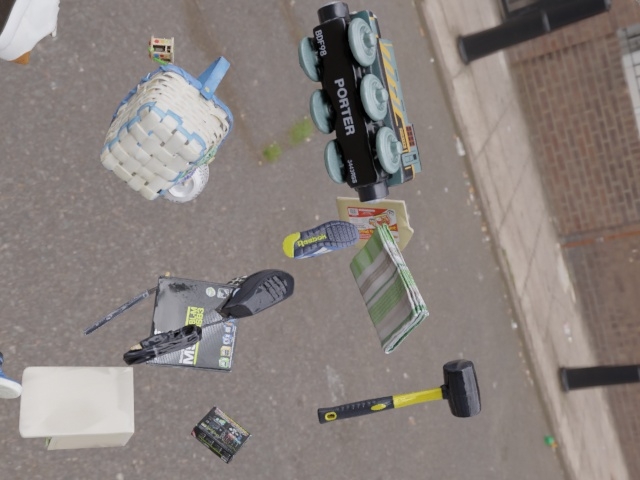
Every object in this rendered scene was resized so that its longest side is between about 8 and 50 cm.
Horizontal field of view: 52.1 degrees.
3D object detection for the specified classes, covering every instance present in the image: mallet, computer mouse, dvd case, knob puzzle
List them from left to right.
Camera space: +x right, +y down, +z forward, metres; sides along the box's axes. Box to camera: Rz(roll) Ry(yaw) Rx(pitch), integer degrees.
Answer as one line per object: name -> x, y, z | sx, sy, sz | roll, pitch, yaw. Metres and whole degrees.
dvd case -> -0.438, 0.148, 1.505 | 0.018, 0.164, 0.221 | 57, 1, -3
computer mouse -> -0.119, 0.078, 0.743 | 0.242, 0.071, 0.041 | -24, 100, -48
knob puzzle -> 0.139, -0.032, 1.626 | 0.213, 0.213, 0.030 | 59, 37, -31
mallet -> 0.090, 0.175, 0.751 | 0.039, 0.189, 0.063 | -107, -166, -82

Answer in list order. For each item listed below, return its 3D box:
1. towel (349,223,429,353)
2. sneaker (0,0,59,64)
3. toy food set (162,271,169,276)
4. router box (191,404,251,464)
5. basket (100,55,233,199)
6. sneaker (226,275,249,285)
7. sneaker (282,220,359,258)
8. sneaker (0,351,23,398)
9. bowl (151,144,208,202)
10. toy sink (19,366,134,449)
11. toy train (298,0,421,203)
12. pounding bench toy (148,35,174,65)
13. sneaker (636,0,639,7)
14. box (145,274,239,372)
towel -> 0.088, 0.068, 0.923 | 0.023, 0.113, 0.152 | -2, 54, -32
sneaker -> -0.549, -0.478, 1.266 | 0.290, 0.105, 0.123 | -62, 159, -3
toy food set -> -0.428, 0.131, 1.818 | 0.083, 0.020, 0.083 | 99, -9, -69
router box -> -0.245, 0.479, 1.617 | 0.122, 0.038, 0.092 | 37, 29, 8
basket -> -0.301, -0.232, 1.314 | 0.201, 0.254, 0.289 | 38, 37, -26
sneaker -> -0.255, 0.172, 1.930 | 0.170, 0.068, 0.071 | -58, 134, -39
sneaker -> 0.000, 0.000, 1.201 | 0.059, 0.144, 0.053 | 107, -29, -76
sneaker -> -0.626, 0.247, 1.258 | 0.085, 0.152, 0.058 | -69, 162, -45
bowl -> -0.375, -0.164, 1.743 | 0.170, 0.170, 0.080 | 58, -2, -33
toy sink -> -0.546, 0.376, 1.461 | 0.234, 0.131, 0.153 | 5, 58, -27
toy train -> 0.074, -0.233, 1.116 | 0.190, 0.142, 0.334 | -23, 101, -59
pounding bench toy -> -0.422, -0.490, 1.730 | 0.052, 0.065, 0.083 | 112, -22, -64
sneaker -> 0.497, -0.364, 0.955 | 0.094, 0.080, 0.212 | 12, 45, -43
box -> -0.270, 0.180, 1.405 | 0.184, 0.045, 0.191 | 10, 85, -18
